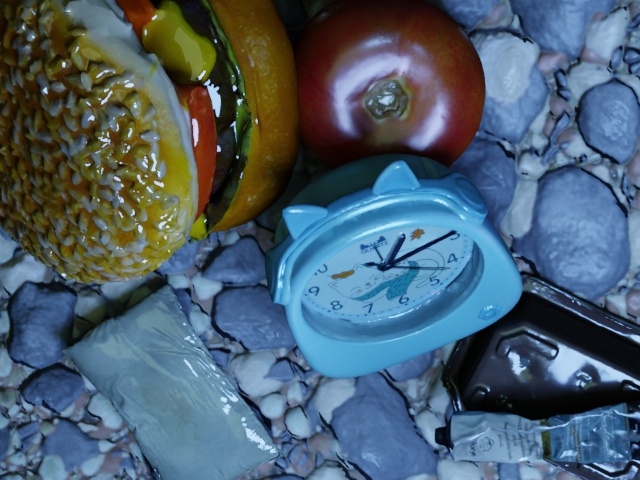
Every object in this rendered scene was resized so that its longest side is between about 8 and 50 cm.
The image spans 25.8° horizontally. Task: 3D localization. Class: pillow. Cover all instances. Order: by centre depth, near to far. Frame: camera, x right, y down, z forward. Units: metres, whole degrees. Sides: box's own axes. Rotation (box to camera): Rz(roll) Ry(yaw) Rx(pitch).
[{"bbox_3d":[-0.161,0.172,1.518,0.148,0.050,0.229,-31,99,23],"label":"pillow"}]

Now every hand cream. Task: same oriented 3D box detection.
[{"bbox_3d":[0.234,0.183,1.354,0.248,0.052,0.075,-6,126,8],"label":"hand cream"}]

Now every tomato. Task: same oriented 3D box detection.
[{"bbox_3d":[0.060,-0.145,1.332,0.195,0.136,0.195,-1,110,-1],"label":"tomato"}]

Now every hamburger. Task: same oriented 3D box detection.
[{"bbox_3d":[-0.192,-0.128,1.289,0.330,0.250,0.330,25,125,41],"label":"hamburger"}]

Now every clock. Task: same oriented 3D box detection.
[{"bbox_3d":[0.060,0.012,1.307,0.224,0.094,0.274,-22,142,5],"label":"clock"}]

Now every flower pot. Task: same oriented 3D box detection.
[{"bbox_3d":[0.251,0.158,1.405,0.251,0.084,0.178,26,109,4],"label":"flower pot"}]

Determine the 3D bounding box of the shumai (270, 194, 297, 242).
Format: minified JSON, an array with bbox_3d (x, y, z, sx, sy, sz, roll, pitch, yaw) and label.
[{"bbox_3d":[-0.001,-0.001,1.417,0.099,0.087,0.123,39,108,2],"label":"shumai"}]
